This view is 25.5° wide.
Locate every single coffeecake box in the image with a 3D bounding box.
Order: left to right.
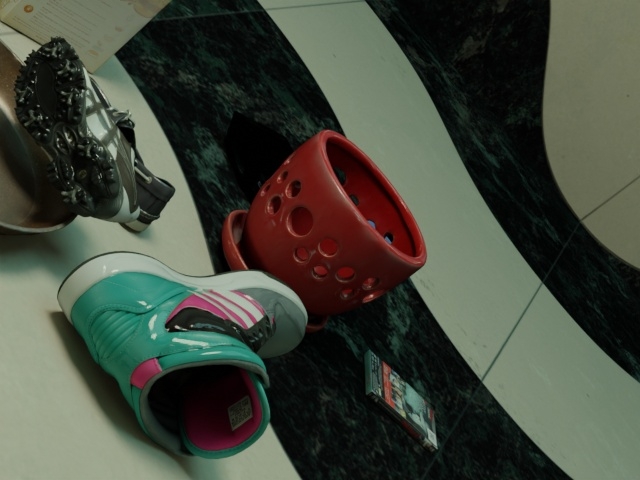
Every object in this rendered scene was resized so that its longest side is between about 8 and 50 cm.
[{"bbox_3d":[-0.245,-0.291,1.563,0.142,0.185,0.068,29,29,-47],"label":"coffeecake box"}]

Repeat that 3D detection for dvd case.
[{"bbox_3d":[0.097,0.194,1.711,0.119,0.013,0.087,42,21,-21],"label":"dvd case"}]

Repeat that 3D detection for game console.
[{"bbox_3d":[0.011,-0.039,1.894,0.361,0.044,0.213,23,33,-54],"label":"game console"}]

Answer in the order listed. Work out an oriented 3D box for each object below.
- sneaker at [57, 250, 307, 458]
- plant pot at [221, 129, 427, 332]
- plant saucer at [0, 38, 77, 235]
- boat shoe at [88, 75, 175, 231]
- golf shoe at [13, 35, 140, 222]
[{"bbox_3d":[-0.086,0.111,1.282,0.295,0.124,0.178,11,38,-50],"label":"sneaker"},{"bbox_3d":[0.000,0.000,1.601,0.191,0.174,0.191,43,21,-20],"label":"plant pot"},{"bbox_3d":[-0.340,-0.119,1.254,0.310,0.050,0.311,44,20,-20],"label":"plant saucer"},{"bbox_3d":[-0.210,-0.106,1.492,0.075,0.065,0.206,21,35,-55],"label":"boat shoe"},{"bbox_3d":[-0.222,-0.096,1.312,0.094,0.077,0.198,38,27,-60],"label":"golf shoe"}]
